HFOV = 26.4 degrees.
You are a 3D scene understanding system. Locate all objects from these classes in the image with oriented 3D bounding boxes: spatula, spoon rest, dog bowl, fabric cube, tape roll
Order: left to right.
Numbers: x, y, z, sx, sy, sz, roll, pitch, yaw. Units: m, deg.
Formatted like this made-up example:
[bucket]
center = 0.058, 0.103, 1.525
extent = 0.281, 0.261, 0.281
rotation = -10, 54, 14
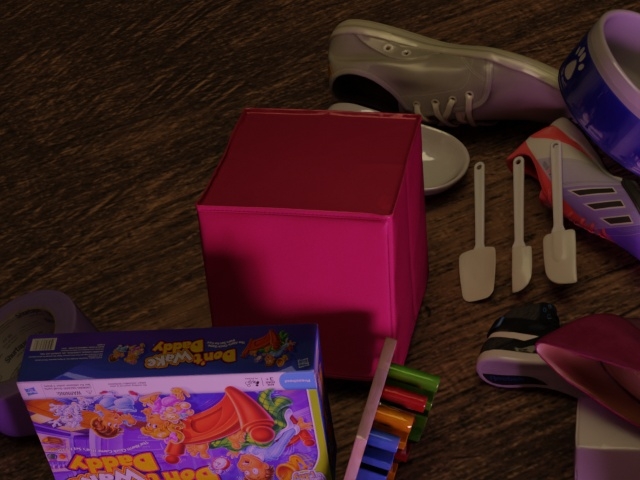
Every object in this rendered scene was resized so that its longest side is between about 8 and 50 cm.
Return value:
[tape roll]
center = -0.383, 0.161, 1.808
extent = 0.189, 0.080, 0.189
rotation = -19, 41, 17
[fabric cube]
center = 0.000, 0.000, 1.802
extent = 0.254, 0.258, 0.259
rotation = 5, 36, 12
[spoon rest]
center = 0.100, -0.146, 2.091
extent = 0.276, 0.084, 0.137
rotation = 23, 52, 30
[spatula]
center = 0.276, -0.030, 1.926
extent = 0.168, 0.019, 0.242
rotation = -15, 54, 26
[dog bowl]
center = 0.480, -0.208, 1.983
extent = 0.265, 0.104, 0.265
rotation = 23, 39, -21

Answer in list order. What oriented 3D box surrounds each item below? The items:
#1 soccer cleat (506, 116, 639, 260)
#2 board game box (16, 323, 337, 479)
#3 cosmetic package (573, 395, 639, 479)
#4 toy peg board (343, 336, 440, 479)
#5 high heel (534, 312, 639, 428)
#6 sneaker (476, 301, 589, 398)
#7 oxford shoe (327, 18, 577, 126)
[soccer cleat]
center = 0.382, -0.055, 1.947
extent = 0.116, 0.108, 0.318
rotation = -29, 44, -2
[board game box]
center = -0.164, 0.212, 1.649
extent = 0.347, 0.233, 0.078
rotation = -3, 43, 6
[cosmetic package]
center = 0.415, 0.250, 1.602
extent = 0.231, 0.117, 0.085
rotation = 3, 44, 10
[toy peg board]
center = 0.085, 0.233, 1.651
extent = 0.079, 0.161, 0.160
rotation = 16, 47, 4
[high heel]
center = 0.378, 0.209, 1.476
extent = 0.181, 0.127, 0.377
rotation = -7, 29, -12
[sneaker]
center = 0.318, 0.135, 1.763
extent = 0.217, 0.079, 0.121
rotation = 7, 47, 18
[oxford shoe]
center = 0.208, -0.231, 2.126
extent = 0.449, 0.169, 0.130
rotation = 15, 72, 20
